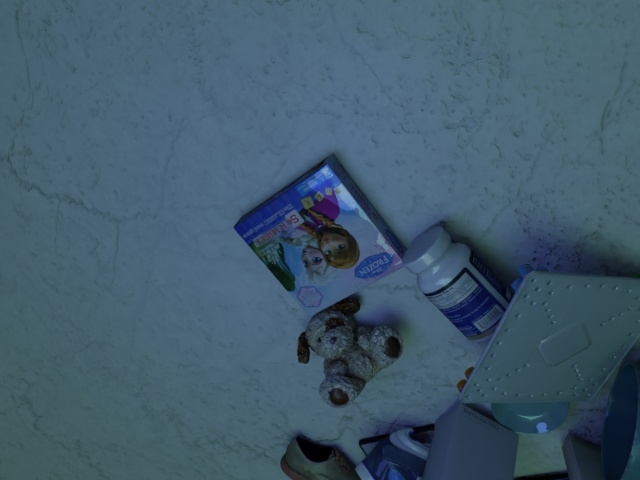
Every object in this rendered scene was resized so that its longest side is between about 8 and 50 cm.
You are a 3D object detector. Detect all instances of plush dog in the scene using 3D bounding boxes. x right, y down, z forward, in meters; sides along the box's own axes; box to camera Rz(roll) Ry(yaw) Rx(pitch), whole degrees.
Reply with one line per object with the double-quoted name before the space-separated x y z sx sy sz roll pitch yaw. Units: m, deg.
"plush dog" 0.064 0.277 1.569 0.262 0.210 0.225 -44 85 3

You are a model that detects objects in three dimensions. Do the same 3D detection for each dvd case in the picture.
"dvd case" 0.264 0.649 1.785 0.253 0.022 0.180 -22 111 26

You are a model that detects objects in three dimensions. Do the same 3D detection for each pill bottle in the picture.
"pill bottle" 0.324 0.101 1.383 0.264 0.153 0.153 45 121 -11

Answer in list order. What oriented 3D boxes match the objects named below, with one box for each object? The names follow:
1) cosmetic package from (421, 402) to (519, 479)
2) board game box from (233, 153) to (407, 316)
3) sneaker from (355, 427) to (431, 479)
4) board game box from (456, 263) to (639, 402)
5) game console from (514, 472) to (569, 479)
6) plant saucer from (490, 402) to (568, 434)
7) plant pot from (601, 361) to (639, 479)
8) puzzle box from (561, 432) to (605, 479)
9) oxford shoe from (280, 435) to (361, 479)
"cosmetic package" 0.375 0.642 1.534 0.197 0.365 0.155 27 138 -1
"board game box" 0.000 0.000 1.470 0.319 0.066 0.318 -32 106 29
"sneaker" 0.278 0.690 1.652 0.236 0.130 0.322 -37 72 -9
"board game box" 0.547 0.223 1.352 0.390 0.050 0.389 5 124 -19
"game console" 0.791 0.794 1.703 0.387 0.060 0.342 -20 105 24
"plant saucer" 0.554 0.433 1.571 0.195 0.037 0.194 7 120 13
"plant pot" 0.786 0.444 1.350 0.196 0.290 0.290 11 121 16
"puzzle box" 0.731 0.620 1.394 0.272 0.409 0.052 23 103 13
"oxford shoe" 0.049 0.723 1.834 0.348 0.123 0.130 21 117 3
